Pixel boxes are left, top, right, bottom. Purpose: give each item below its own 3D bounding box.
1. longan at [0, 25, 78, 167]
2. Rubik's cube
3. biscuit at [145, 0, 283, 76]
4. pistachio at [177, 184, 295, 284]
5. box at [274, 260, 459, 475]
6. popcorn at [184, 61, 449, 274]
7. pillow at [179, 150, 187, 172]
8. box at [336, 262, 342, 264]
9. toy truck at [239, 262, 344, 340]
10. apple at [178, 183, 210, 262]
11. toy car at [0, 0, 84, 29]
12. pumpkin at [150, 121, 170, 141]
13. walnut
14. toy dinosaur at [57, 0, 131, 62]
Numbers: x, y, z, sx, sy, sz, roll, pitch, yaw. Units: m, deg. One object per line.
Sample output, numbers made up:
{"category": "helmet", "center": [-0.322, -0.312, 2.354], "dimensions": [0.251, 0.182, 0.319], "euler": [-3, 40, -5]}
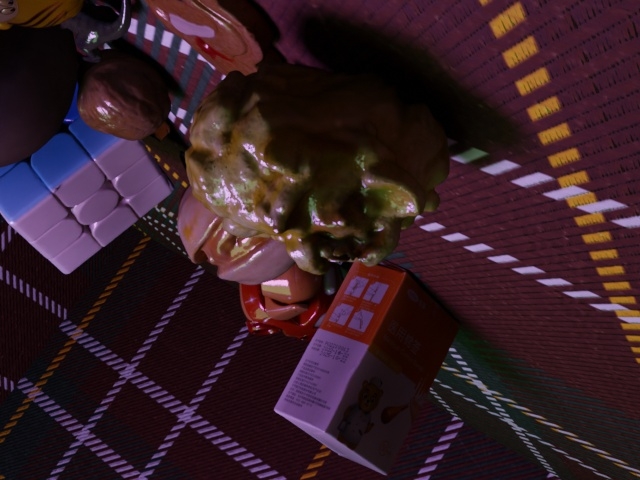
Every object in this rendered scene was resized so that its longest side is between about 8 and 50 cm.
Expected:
{"category": "longan", "center": [-0.556, -0.284, 1.530], "dimensions": [0.361, 0.361, 0.361], "euler": [33, 169, 7]}
{"category": "Rubik's cube", "center": [-0.513, -0.162, 1.931], "dimensions": [0.290, 0.291, 0.291], "euler": [48, 173, 21]}
{"category": "biscuit", "center": [-0.150, -0.276, 1.138], "dimensions": [0.202, 0.047, 0.334], "euler": [26, 167, 37]}
{"category": "pistachio", "center": [-0.121, -0.041, 1.642], "dimensions": [0.230, 0.230, 0.309], "euler": [36, 152, -8]}
{"category": "box", "center": [0.097, 0.233, 1.847], "dimensions": [0.143, 0.341, 0.225], "euler": [12, 157, 45]}
{"category": "popcorn", "center": [-0.003, -0.083, 1.049], "dimensions": [0.286, 0.215, 0.252], "euler": [0, -165, 1]}
{"category": "pillow", "center": [-0.240, -0.127, 2.073], "dimensions": [0.090, 0.048, 0.150], "euler": [19, 159, 30]}
{"category": "box", "center": [0.000, 0.000, 1.932], "dimensions": [0.117, 0.036, 0.050], "euler": [39, 169, -29]}
{"category": "toy truck", "center": [-0.037, 0.093, 2.014], "dimensions": [0.264, 0.189, 0.239], "euler": [7, 159, -34]}
{"category": "apple", "center": [-0.187, -0.046, 1.959], "dimensions": [0.201, 0.162, 0.201], "euler": [51, 158, 29]}
{"category": "toy car", "center": [-0.402, -0.342, 1.201], "dimensions": [0.247, 0.142, 0.200], "euler": [13, 158, 3]}
{"category": "pumpkin", "center": [-0.343, -0.234, 1.905], "dimensions": [0.083, 0.054, 0.074], "euler": [31, 164, 41]}
{"category": "walnut", "center": [-0.328, -0.237, 1.610], "dimensions": [0.166, 0.149, 0.166], "euler": [44, -164, -16]}
{"category": "toy dinosaur", "center": [-0.346, -0.331, 1.384], "dimensions": [0.187, 0.087, 0.179], "euler": [32, 171, 7]}
